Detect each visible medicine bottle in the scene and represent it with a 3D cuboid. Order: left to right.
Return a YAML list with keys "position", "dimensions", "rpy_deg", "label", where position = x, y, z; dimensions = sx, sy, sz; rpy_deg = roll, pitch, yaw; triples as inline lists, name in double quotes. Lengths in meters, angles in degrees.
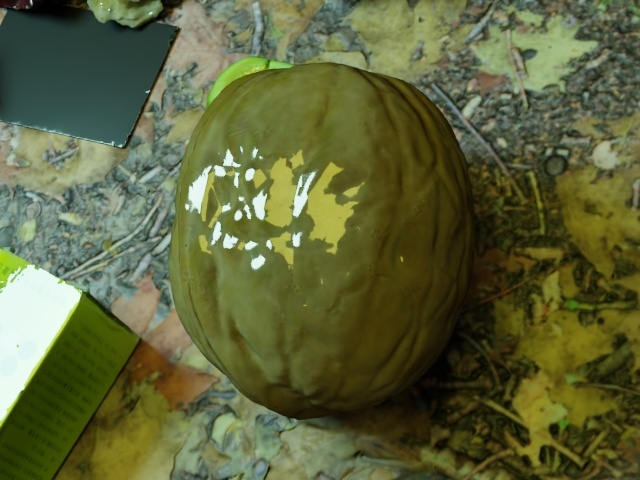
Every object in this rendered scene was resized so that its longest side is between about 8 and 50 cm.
- position: [-0.309, 0.146, 1.183]
  dimensions: [0.137, 0.141, 0.250]
  rpy_deg: [25, 76, 24]
  label: "medicine bottle"

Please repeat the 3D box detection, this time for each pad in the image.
- position: [-0.292, -0.196, 1.420]
  dimensions: [0.243, 0.004, 0.164]
  rpy_deg: [14, 71, 24]
  label: "pad"

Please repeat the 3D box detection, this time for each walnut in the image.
- position: [-0.002, -0.001, 1.079]
  dimensions: [0.277, 0.252, 0.313]
  rpy_deg: [6, 79, 20]
  label: "walnut"

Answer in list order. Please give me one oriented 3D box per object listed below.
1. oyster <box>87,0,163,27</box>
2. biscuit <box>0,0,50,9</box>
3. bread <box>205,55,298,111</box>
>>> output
- position: [-0.185, -0.357, 1.408]
  dimensions: [0.232, 0.107, 0.162]
  rpy_deg: [-33, 65, 3]
  label: "oyster"
- position: [-0.391, -0.343, 1.491]
  dimensions: [0.235, 0.063, 0.151]
  rpy_deg: [7, 67, 25]
  label: "biscuit"
- position: [-0.050, -0.125, 1.261]
  dimensions: [0.139, 0.071, 0.130]
  rpy_deg: [-2, 62, 19]
  label: "bread"
